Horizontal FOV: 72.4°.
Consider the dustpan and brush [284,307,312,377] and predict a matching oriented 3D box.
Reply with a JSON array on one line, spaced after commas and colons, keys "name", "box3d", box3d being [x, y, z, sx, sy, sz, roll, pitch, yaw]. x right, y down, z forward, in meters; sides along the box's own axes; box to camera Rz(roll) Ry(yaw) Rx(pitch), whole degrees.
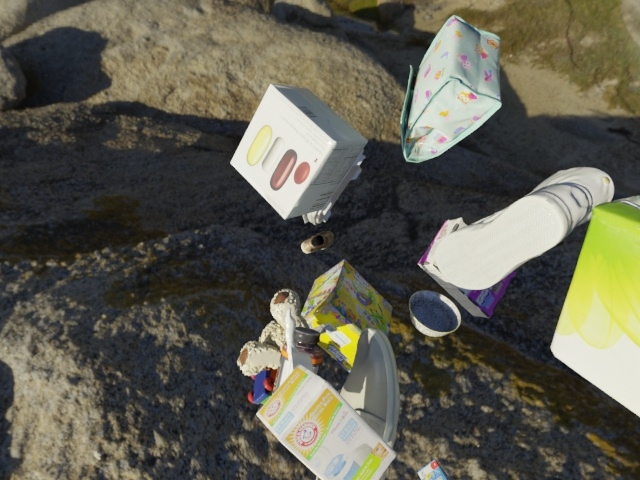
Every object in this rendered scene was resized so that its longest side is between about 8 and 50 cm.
[{"name": "dustpan and brush", "box3d": [-0.048, 0.237, 0.846, 0.060, 0.147, 0.211, 7, 90, -9]}]

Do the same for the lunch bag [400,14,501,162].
[{"name": "lunch bag", "box3d": [0.278, -0.331, 1.013, 0.160, 0.262, 0.224, 20, 61, -13]}]

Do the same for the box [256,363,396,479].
[{"name": "box", "box3d": [0.010, 0.320, 0.724, 0.114, 0.203, 0.103, -46, 21, -19]}]

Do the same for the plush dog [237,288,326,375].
[{"name": "plush dog", "box3d": [-0.102, 0.290, 1.285, 0.210, 0.225, 0.263, 32, 81, -9]}]

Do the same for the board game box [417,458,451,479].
[{"name": "board game box", "box3d": [0.504, 0.985, 1.524, 0.086, 0.308, 0.302, -37, 14, -1]}]

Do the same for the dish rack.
[{"name": "dish rack", "box3d": [0.058, -0.196, 1.567, 0.072, 0.285, 0.333, 35, 85, 4]}]

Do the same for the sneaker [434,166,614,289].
[{"name": "sneaker", "box3d": [0.320, -0.014, 0.703, 0.169, 0.292, 0.108, -26, 82, -24]}]

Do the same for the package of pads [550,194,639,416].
[{"name": "package of pads", "box3d": [0.411, 0.110, 0.454, 0.101, 0.229, 0.296, -16, 33, -24]}]

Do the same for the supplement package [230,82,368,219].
[{"name": "supplement package", "box3d": [-0.049, -0.192, 0.949, 0.194, 0.203, 0.149, 45, 31, 16]}]

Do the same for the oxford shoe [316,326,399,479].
[{"name": "oxford shoe", "box3d": [0.064, 0.405, 0.909, 0.130, 0.169, 0.450, 11, 88, -17]}]

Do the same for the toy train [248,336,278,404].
[{"name": "toy train", "box3d": [-0.151, 0.444, 1.468, 0.143, 0.105, 0.248, 34, 27, -25]}]

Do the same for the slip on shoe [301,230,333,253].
[{"name": "slip on shoe", "box3d": [0.000, 0.000, 1.293, 0.135, 0.041, 0.052, -19, 80, -46]}]

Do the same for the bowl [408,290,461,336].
[{"name": "bowl", "box3d": [0.349, 0.248, 1.390, 0.170, 0.080, 0.170, 10, 40, -8]}]

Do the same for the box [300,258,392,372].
[{"name": "box", "box3d": [0.104, 0.281, 1.645, 0.290, 0.177, 0.279, 45, 32, -12]}]

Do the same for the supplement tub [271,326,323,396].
[{"name": "supplement tub", "box3d": [-0.054, 0.319, 1.084, 0.106, 0.106, 0.198, 13, 90, 8]}]

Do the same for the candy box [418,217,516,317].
[{"name": "candy box", "box3d": [0.395, 0.075, 1.177, 0.233, 0.071, 0.159, 42, 72, -14]}]
